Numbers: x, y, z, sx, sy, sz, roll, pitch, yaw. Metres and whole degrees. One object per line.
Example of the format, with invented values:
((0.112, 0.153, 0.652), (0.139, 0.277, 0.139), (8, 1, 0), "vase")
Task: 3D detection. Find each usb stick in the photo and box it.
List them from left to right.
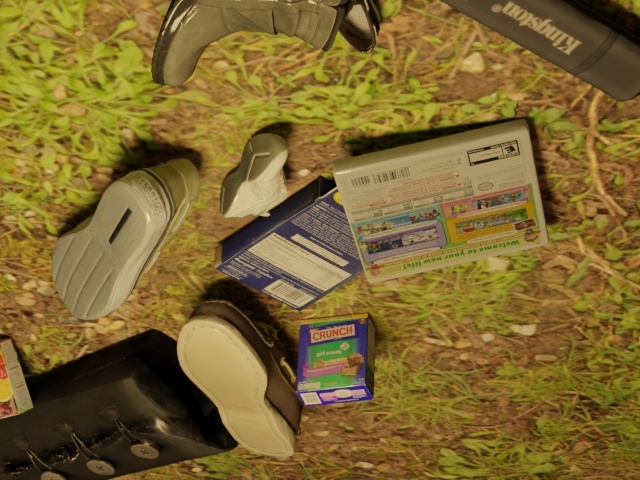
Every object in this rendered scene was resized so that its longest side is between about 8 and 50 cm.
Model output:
((0.213, -0.211, 1.528), (0.278, 0.045, 0.077), (25, 141, -27), "usb stick")

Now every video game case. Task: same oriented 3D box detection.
((0.135, -0.040, 1.760), (0.212, 0.023, 0.193), (-13, 138, 6), "video game case")

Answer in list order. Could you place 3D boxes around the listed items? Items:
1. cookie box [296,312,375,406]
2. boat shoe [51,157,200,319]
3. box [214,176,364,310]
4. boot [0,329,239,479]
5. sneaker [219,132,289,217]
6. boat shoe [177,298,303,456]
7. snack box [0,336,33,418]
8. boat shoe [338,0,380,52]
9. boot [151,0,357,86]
((0.020, 0.148, 2.005), (0.092, 0.107, 0.040), (-8, 142, 14), "cookie box")
((-0.219, 0.004, 1.827), (0.094, 0.109, 0.302), (-27, 172, -35), "boat shoe")
((0.000, 0.000, 1.854), (0.136, 0.036, 0.225), (29, 137, -32), "box")
((-0.293, 0.306, 2.246), (0.445, 0.146, 0.367), (-25, 138, 28), "boot")
((-0.060, -0.071, 1.754), (0.061, 0.053, 0.152), (7, 152, -21), "sneaker")
((-0.092, 0.161, 2.044), (0.117, 0.096, 0.324), (6, 147, 23), "boat shoe")
((-0.458, 0.192, 2.119), (0.141, 0.100, 0.037), (-15, -178, 25), "snack box")
((0.023, -0.227, 1.526), (0.046, 0.038, 0.125), (-10, 143, 18), "boat shoe")
((-0.060, -0.207, 1.502), (0.161, 0.083, 0.246), (21, 141, -7), "boot")
